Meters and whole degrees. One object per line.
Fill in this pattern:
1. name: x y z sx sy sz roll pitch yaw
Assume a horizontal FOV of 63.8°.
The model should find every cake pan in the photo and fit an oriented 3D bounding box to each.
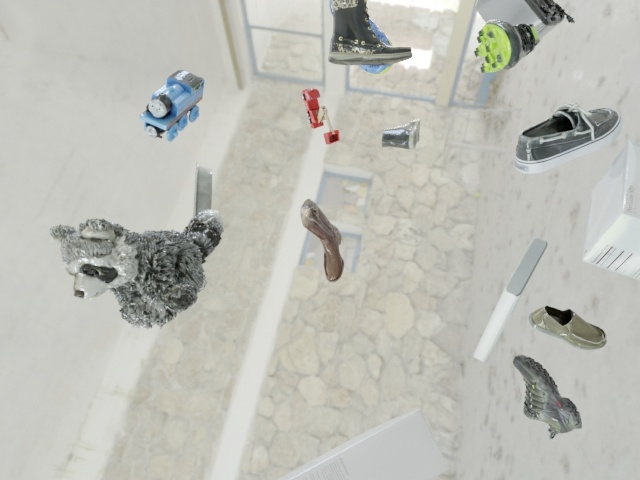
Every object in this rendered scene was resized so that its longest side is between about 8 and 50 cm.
1. cake pan: -0.393 -0.112 1.703 0.293 0.054 0.293 -177 90 -76

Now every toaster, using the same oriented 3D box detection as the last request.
1. toaster: 0.472 -0.535 1.198 0.168 0.186 0.110 -34 -5 -44

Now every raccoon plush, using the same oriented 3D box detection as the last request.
1. raccoon plush: -0.422 -0.008 1.204 0.299 0.216 0.446 58 -160 -30

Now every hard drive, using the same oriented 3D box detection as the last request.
1. hard drive: 0.486 0.160 1.326 0.203 0.040 0.307 -47 -26 -33

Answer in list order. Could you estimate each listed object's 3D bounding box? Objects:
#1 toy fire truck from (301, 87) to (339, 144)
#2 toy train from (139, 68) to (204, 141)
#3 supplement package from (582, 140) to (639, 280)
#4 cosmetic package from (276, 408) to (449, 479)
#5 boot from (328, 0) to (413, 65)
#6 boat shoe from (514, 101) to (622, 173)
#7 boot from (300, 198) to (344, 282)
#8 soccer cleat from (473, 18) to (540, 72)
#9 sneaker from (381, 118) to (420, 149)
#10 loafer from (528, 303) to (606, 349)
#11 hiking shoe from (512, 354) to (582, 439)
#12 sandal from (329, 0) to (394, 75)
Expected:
1. toy fire truck: -0.001 -0.436 1.791 0.135 0.047 0.192 29 138 60
2. toy train: -0.320 -0.293 1.114 0.184 0.080 0.105 -63 -6 -49
3. supplement package: 0.615 -0.039 0.926 0.149 0.203 0.194 94 -161 -55
4. cosmetic package: 0.083 0.544 1.186 0.155 0.365 0.197 64 154 19
5. boot: 0.138 -0.581 1.420 0.085 0.236 0.179 -72 -18 -82
6. boat shoe: 0.564 -0.256 1.163 0.113 0.306 0.105 49 157 53
7. boot: 0.000 0.000 0.832 0.114 0.037 0.106 49 -147 -51
8. soccer cleat: 0.231 -0.242 0.625 0.060 0.072 0.179 66 -163 -8
9. sneaker: 0.285 -0.379 1.803 0.222 0.118 0.083 -52 -36 -61
10. loafer: 0.810 0.278 1.662 0.094 0.251 0.087 -70 -4 -45
11. hiking shoe: 0.552 0.401 1.307 0.114 0.227 0.086 -42 -10 25
12. sandal: 0.112 -0.633 1.538 0.317 0.126 0.138 61 -159 15
